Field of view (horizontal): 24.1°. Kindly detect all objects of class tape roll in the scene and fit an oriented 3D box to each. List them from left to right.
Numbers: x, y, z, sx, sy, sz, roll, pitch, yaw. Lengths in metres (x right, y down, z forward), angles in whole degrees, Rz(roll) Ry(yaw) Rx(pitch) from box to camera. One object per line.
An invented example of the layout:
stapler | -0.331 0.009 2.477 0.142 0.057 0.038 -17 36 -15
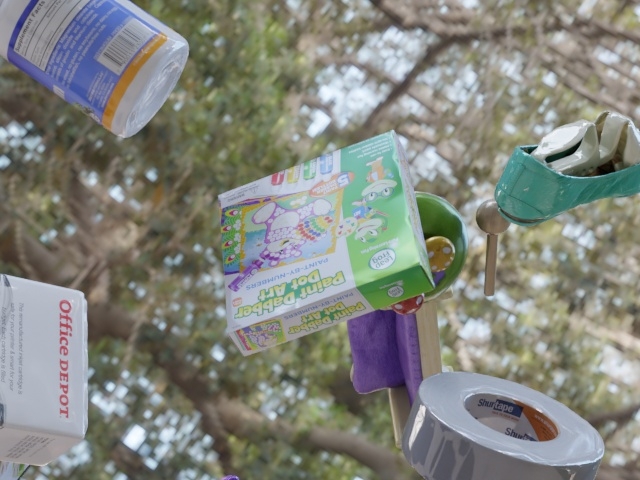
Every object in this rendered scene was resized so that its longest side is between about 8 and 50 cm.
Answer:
tape roll | 0.205 0.229 1.689 0.219 0.219 0.072 22 -71 18

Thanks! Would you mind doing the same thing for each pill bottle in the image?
pill bottle | -0.315 -0.262 1.891 0.272 0.152 0.152 34 -35 5

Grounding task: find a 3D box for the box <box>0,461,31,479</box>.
box | -0.455 0.252 1.873 0.169 0.290 0.087 8 -71 8

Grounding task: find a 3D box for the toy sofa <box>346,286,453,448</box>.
toy sofa | 0.126 0.164 2.396 0.177 0.150 0.362 -9 -47 0

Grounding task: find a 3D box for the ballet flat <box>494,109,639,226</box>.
ballet flat | 0.273 -0.082 1.492 0.083 0.247 0.087 40 -49 32

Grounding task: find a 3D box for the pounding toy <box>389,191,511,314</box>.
pounding toy | 0.161 0.034 2.131 0.237 0.110 0.183 -3 -61 -12

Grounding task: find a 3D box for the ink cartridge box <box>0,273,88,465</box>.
ink cartridge box | -0.362 0.121 1.511 0.237 0.172 0.100 15 -34 -32

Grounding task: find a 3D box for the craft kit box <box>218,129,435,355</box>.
craft kit box | 0.000 0.000 1.841 0.250 0.246 0.061 -21 -44 11

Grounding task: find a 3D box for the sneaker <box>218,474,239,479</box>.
sneaker | -0.038 0.324 1.548 0.236 0.104 0.095 31 10 2
